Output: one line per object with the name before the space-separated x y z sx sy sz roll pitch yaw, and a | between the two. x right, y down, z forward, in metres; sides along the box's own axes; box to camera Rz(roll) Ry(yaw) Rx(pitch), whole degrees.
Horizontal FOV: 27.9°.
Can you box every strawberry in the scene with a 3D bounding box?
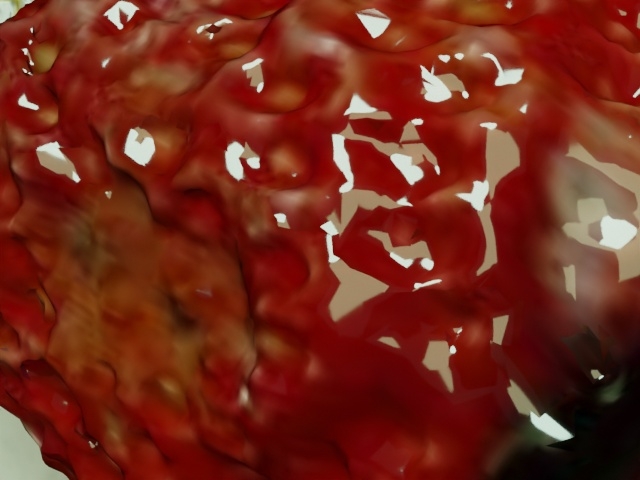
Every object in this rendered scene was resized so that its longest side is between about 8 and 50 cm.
strawberry | 0.014 -0.002 0.460 0.292 0.292 0.310 -35 69 -9
